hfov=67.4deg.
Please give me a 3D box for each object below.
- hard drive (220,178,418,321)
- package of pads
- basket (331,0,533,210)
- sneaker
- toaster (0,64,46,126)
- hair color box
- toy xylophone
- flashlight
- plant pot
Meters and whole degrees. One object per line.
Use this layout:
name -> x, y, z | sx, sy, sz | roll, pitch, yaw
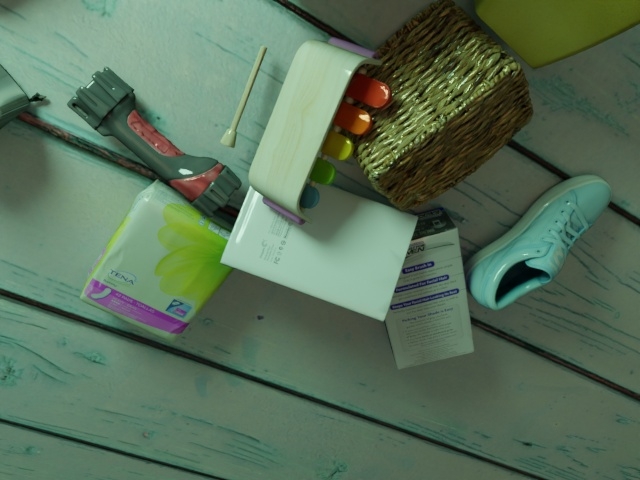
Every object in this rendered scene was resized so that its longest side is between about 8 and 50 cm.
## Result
hard drive -> 0.000, 0.000, 0.911 | 0.319, 0.040, 0.210 | 20, 80, 2
package of pads -> -0.321, 0.048, 0.981 | 0.229, 0.101, 0.296 | 33, 111, -22
basket -> 0.193, -0.231, 0.874 | 0.299, 0.223, 0.213 | -38, 148, 15
sneaker -> 0.472, 0.020, 0.997 | 0.366, 0.150, 0.135 | -44, 116, 12
toaster -> -0.602, -0.244, 0.789 | 0.186, 0.110, 0.168 | -31, 118, 12
hair color box -> 0.218, 0.113, 1.059 | 0.185, 0.110, 0.338 | -14, 121, 4
toy xylophone -> -0.038, -0.203, 0.821 | 0.236, 0.081, 0.322 | 40, 109, 25
flashlight -> -0.284, -0.175, 0.867 | 0.103, 0.103, 0.304 | -32, 113, 33
plant pot -> 0.354, -0.400, 0.731 | 0.212, 0.212, 0.187 | 32, 137, -20
